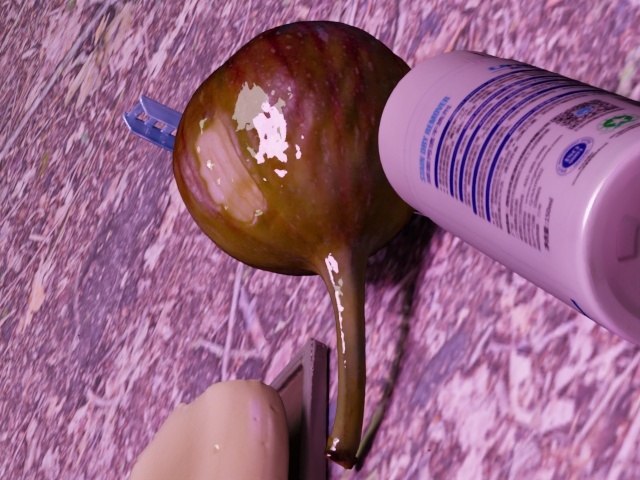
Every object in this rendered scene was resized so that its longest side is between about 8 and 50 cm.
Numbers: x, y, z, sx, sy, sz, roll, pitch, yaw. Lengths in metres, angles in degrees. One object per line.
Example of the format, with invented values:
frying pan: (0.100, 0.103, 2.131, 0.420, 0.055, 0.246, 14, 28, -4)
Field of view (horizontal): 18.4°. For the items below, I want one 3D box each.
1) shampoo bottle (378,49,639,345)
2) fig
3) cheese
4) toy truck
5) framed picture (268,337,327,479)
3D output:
shampoo bottle: (0.097, -0.031, 0.898, 0.092, 0.092, 0.303, -64, 21, 3)
fig: (0.000, 0.000, 1.071, 0.149, 0.149, 0.245, -44, 47, 43)
cheese: (-0.052, 0.164, 1.029, 0.127, 0.050, 0.255, -55, 22, 17)
toy truck: (-0.053, -0.077, 1.241, 0.063, 0.136, 0.074, -40, 31, 51)
framed picture: (-0.072, 0.196, 1.141, 0.260, 0.023, 0.189, -50, 25, 35)
